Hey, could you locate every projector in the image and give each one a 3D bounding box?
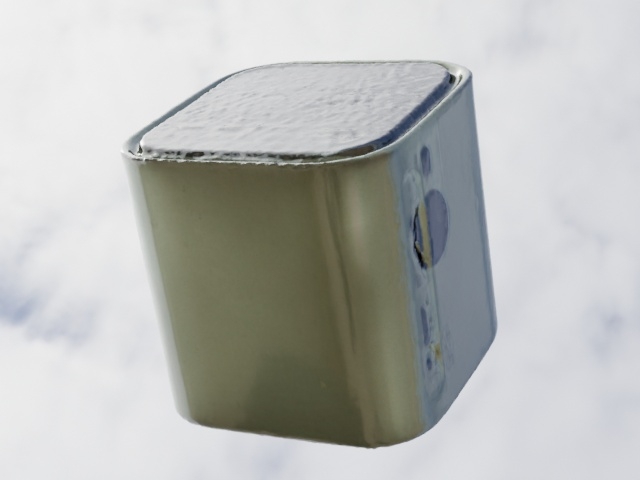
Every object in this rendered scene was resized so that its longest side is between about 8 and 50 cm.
[{"bbox_3d":[0.000,0.000,1.094,0.248,0.248,0.249,3,-64,27],"label":"projector"}]
